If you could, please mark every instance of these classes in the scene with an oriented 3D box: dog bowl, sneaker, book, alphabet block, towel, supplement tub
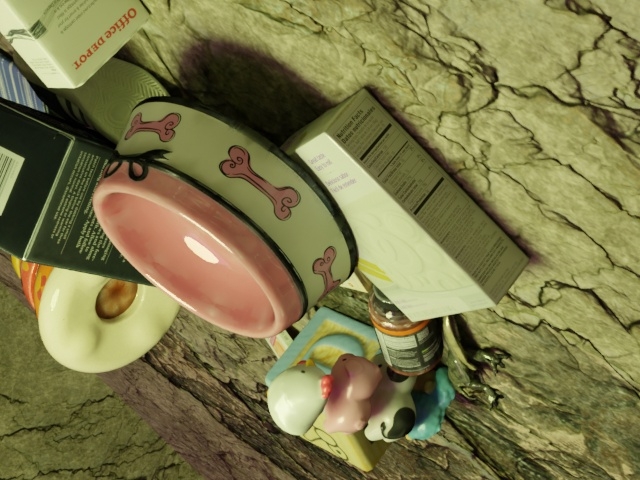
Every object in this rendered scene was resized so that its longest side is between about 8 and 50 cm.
[{"bbox_3d":[-0.157,-0.015,1.653,0.408,0.150,0.408,28,154,15],"label":"dog bowl"},{"bbox_3d":[-0.355,-0.228,1.885,0.350,0.131,0.148,36,164,23],"label":"sneaker"},{"bbox_3d":[-0.076,0.214,2.321,0.144,0.035,0.096,54,160,16],"label":"book"},{"bbox_3d":[0.046,0.275,2.088,0.192,0.193,0.197,23,152,37],"label":"alphabet block"},{"bbox_3d":[-0.675,-0.340,2.267,0.336,0.040,0.243,33,154,11],"label":"towel"},{"bbox_3d":[0.135,0.126,1.797,0.106,0.106,0.198,25,152,30],"label":"supplement tub"}]

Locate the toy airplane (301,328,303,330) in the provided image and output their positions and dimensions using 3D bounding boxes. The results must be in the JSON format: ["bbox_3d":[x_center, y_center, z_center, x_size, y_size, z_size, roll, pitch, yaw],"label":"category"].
[{"bbox_3d":[-0.009,0.249,2.288,0.151,0.028,0.151,57,173,10],"label":"toy airplane"}]

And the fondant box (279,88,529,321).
[{"bbox_3d":[0.097,-0.037,1.571,0.330,0.096,0.238,45,156,-11],"label":"fondant box"}]

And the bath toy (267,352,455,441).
[{"bbox_3d":[0.071,0.253,1.877,0.348,0.151,0.129,9,145,-40],"label":"bath toy"}]

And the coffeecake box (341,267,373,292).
[{"bbox_3d":[0.000,0.000,1.816,0.185,0.068,0.142,12,145,48],"label":"coffeecake box"}]

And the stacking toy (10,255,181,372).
[{"bbox_3d":[-0.547,0.035,2.400,0.480,0.350,0.350,30,156,38],"label":"stacking toy"}]

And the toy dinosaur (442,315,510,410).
[{"bbox_3d":[0.247,0.204,1.831,0.118,0.064,0.268,31,153,36],"label":"toy dinosaur"}]

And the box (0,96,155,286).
[{"bbox_3d":[-0.420,-0.082,1.911,0.294,0.211,0.395,25,-177,30],"label":"box"}]

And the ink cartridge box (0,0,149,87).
[{"bbox_3d":[-0.388,-0.360,1.614,0.100,0.172,0.237,9,142,51],"label":"ink cartridge box"}]
